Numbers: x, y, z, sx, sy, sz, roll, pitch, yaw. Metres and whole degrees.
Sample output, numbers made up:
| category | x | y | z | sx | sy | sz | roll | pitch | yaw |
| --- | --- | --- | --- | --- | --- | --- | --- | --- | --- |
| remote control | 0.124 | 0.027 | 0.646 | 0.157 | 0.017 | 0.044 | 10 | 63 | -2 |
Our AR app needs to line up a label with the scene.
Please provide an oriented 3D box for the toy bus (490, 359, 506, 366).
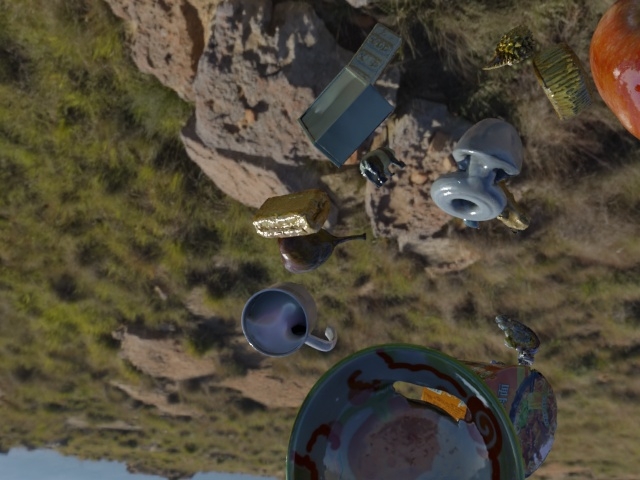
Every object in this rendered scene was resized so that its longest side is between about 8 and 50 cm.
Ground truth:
| category | x | y | z | sx | sy | sz | roll | pitch | yaw |
| --- | --- | --- | --- | --- | --- | --- | --- | --- | --- |
| toy bus | 0.549 | 0.428 | 1.534 | 0.167 | 0.076 | 0.073 | 34 | 132 | 28 |

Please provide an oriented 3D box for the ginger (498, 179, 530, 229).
| category | x | y | z | sx | sy | sz | roll | pitch | yaw |
| --- | --- | --- | --- | --- | --- | --- | --- | --- | --- |
| ginger | 0.547 | -0.119 | 1.605 | 0.205 | 0.115 | 0.081 | 40 | 120 | -6 |

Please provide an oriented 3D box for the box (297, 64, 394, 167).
| category | x | y | z | sx | sy | sz | roll | pitch | yaw |
| --- | --- | --- | --- | --- | --- | --- | --- | --- | --- |
| box | 0.070 | -0.361 | 1.535 | 0.117 | 0.225 | 0.225 | 37 | 105 | -30 |

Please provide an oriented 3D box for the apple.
| category | x | y | z | sx | sy | sz | roll | pitch | yaw |
| --- | --- | --- | --- | --- | --- | --- | --- | --- | --- |
| apple | 0.532 | -0.253 | 0.786 | 0.241 | 0.242 | 0.241 | -15 | 138 | 26 |

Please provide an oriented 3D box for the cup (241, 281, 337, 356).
| category | x | y | z | sx | sy | sz | roll | pitch | yaw |
| --- | --- | --- | --- | --- | --- | --- | --- | --- | --- |
| cup | -0.054 | 0.150 | 1.076 | 0.173 | 0.134 | 0.142 | -3 | -176 | 13 |

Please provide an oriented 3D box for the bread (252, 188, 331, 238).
| category | x | y | z | sx | sy | sz | roll | pitch | yaw |
| --- | --- | --- | --- | --- | --- | --- | --- | --- | --- |
| bread | -0.073 | -0.064 | 1.321 | 0.210 | 0.114 | 0.083 | -3 | 137 | 42 |

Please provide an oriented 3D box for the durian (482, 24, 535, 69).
| category | x | y | z | sx | sy | sz | roll | pitch | yaw |
| --- | --- | --- | --- | --- | --- | --- | --- | --- | --- |
| durian | 0.687 | -0.674 | 1.908 | 0.224 | 0.078 | 0.140 | -38 | 142 | 1 |

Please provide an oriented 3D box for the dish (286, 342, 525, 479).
| category | x | y | z | sx | sy | sz | roll | pitch | yaw |
| --- | --- | --- | --- | --- | --- | --- | --- | --- | --- |
| dish | 0.120 | 0.318 | 0.752 | 0.323 | 0.325 | 0.124 | -11 | 154 | 20 |

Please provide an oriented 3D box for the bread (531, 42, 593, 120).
| category | x | y | z | sx | sy | sz | roll | pitch | yaw |
| --- | --- | --- | --- | --- | --- | --- | --- | --- | --- |
| bread | 0.850 | -0.552 | 1.852 | 0.142 | 0.228 | 0.253 | -32 | 137 | 25 |

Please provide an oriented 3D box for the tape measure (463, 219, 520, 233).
| category | x | y | z | sx | sy | sz | roll | pitch | yaw |
| --- | --- | --- | --- | --- | --- | --- | --- | --- | --- |
| tape measure | 0.541 | -0.070 | 1.666 | 0.179 | 0.107 | 0.104 | 25 | 144 | 20 |

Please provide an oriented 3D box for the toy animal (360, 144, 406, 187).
| category | x | y | z | sx | sy | sz | roll | pitch | yaw |
| --- | --- | --- | --- | --- | --- | --- | --- | --- | --- |
| toy animal | 0.216 | -0.268 | 1.859 | 0.121 | 0.225 | 0.094 | 51 | 135 | 0 |

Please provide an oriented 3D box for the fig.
| category | x | y | z | sx | sy | sz | roll | pitch | yaw |
| --- | --- | --- | --- | --- | --- | --- | --- | --- | --- |
| fig | -0.004 | 0.030 | 1.741 | 0.290 | 0.191 | 0.191 | 14 | 148 | -4 |

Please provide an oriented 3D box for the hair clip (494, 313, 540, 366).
| category | x | y | z | sx | sy | sz | roll | pitch | yaw |
| --- | --- | --- | --- | --- | --- | --- | --- | --- | --- |
| hair clip | 0.537 | 0.270 | 1.431 | 0.116 | 0.172 | 0.049 | 25 | 123 | -10 |

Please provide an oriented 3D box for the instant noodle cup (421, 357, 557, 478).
| category | x | y | z | sx | sy | sz | roll | pitch | yaw |
| --- | --- | --- | --- | --- | --- | --- | --- | --- | --- |
| instant noodle cup | 0.323 | 0.343 | 1.066 | 0.230 | 0.231 | 0.182 | 16 | 175 | -23 |

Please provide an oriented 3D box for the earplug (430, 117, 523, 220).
| category | x | y | z | sx | sy | sz | roll | pitch | yaw |
| --- | --- | --- | --- | --- | --- | --- | --- | --- | --- |
| earplug | 0.436 | -0.181 | 1.469 | 0.214 | 0.175 | 0.326 | 19 | 133 | 3 |

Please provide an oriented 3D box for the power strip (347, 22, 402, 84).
| category | x | y | z | sx | sy | sz | roll | pitch | yaw |
| --- | --- | --- | --- | --- | --- | --- | --- | --- | --- |
| power strip | 0.166 | -0.597 | 1.766 | 0.105 | 0.257 | 0.070 | 34 | 177 | 4 |
